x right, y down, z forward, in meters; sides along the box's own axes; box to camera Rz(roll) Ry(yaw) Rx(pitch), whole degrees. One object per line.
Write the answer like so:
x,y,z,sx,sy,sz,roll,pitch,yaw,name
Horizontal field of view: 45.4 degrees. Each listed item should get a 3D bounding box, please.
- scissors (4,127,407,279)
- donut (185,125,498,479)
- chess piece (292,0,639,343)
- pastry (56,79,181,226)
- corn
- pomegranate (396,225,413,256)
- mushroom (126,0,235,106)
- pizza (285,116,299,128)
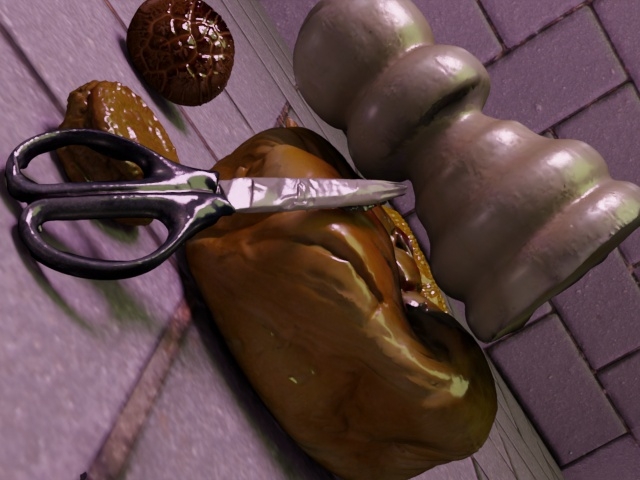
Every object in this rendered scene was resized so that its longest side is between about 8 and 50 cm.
-0.054,-0.031,0.522,0.300,0.022,0.109,-4,57,-37,scissors
0.024,0.057,0.716,0.360,0.170,0.360,53,11,-15,donut
0.105,-0.087,0.669,0.330,0.182,0.182,51,7,16,chess piece
-0.147,-0.064,0.562,0.109,0.057,0.097,55,12,-12,pastry
0.155,0.081,1.411,0.363,0.120,0.120,64,11,29,corn
0.083,0.040,1.226,0.129,0.130,0.159,49,40,-41,pomegranate
-0.154,-0.210,0.844,0.126,0.109,0.085,40,18,-9,mushroom
-0.044,-0.187,1.536,0.100,0.029,0.099,49,21,-33,pizza
